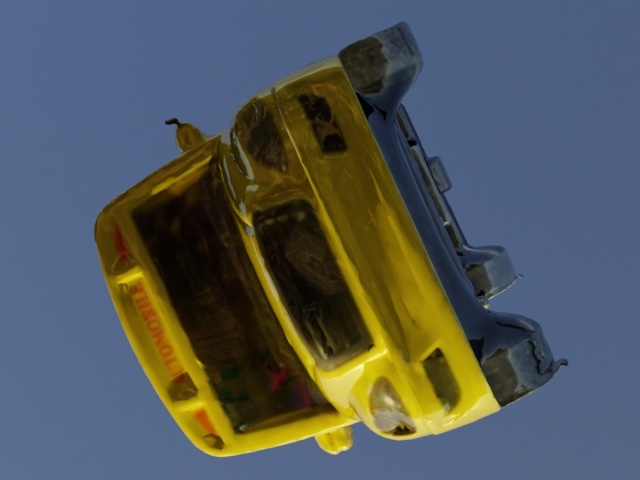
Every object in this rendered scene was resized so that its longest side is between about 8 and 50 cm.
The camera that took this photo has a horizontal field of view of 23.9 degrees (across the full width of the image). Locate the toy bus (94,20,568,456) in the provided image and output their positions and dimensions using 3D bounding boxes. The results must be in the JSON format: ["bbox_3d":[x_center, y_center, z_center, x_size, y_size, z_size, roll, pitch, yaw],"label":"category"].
[{"bbox_3d":[0.000,0.000,0.662,0.152,0.330,0.144,-24,-86,6],"label":"toy bus"}]
